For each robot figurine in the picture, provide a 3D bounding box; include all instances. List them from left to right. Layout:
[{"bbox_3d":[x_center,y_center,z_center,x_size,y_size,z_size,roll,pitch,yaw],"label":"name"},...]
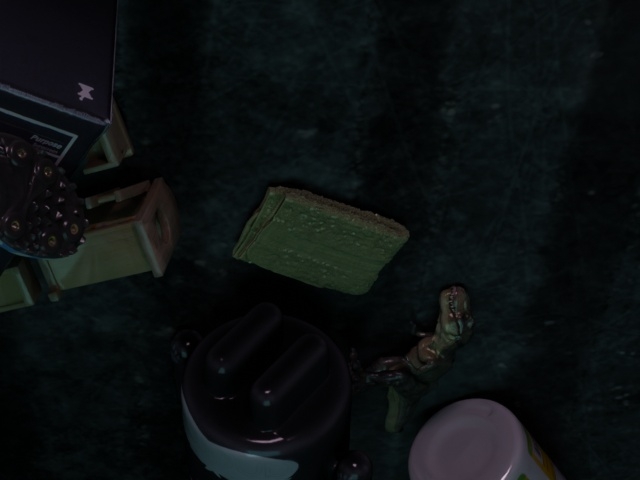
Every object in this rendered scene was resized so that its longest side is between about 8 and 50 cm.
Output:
[{"bbox_3d":[-0.053,0.183,1.621,0.174,0.209,0.278,-9,143,-8],"label":"robot figurine"}]

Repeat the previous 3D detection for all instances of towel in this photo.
[{"bbox_3d":[0.000,0.000,1.520,0.148,0.027,0.110,17,136,-19],"label":"towel"}]

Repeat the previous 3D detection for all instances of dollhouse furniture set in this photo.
[{"bbox_3d":[-0.241,-0.041,1.442,0.182,0.101,0.161,-12,115,14],"label":"dollhouse furniture set"}]

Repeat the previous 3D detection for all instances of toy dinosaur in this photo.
[{"bbox_3d":[0.075,0.143,1.673,0.118,0.064,0.268,4,144,-17],"label":"toy dinosaur"}]

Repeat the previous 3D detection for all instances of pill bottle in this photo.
[{"bbox_3d":[0.209,0.293,1.795,0.136,0.136,0.245,-19,137,20],"label":"pill bottle"}]

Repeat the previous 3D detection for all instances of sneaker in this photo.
[{"bbox_3d":[-0.278,-0.044,1.147,0.237,0.085,0.086,21,161,-31],"label":"sneaker"}]

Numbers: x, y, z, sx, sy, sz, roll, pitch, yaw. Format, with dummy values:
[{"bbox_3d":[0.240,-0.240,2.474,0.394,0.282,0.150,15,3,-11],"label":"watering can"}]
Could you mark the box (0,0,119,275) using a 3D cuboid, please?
[{"bbox_3d":[-0.350,-0.113,1.249,0.296,0.182,0.294,20,136,-25],"label":"box"}]
